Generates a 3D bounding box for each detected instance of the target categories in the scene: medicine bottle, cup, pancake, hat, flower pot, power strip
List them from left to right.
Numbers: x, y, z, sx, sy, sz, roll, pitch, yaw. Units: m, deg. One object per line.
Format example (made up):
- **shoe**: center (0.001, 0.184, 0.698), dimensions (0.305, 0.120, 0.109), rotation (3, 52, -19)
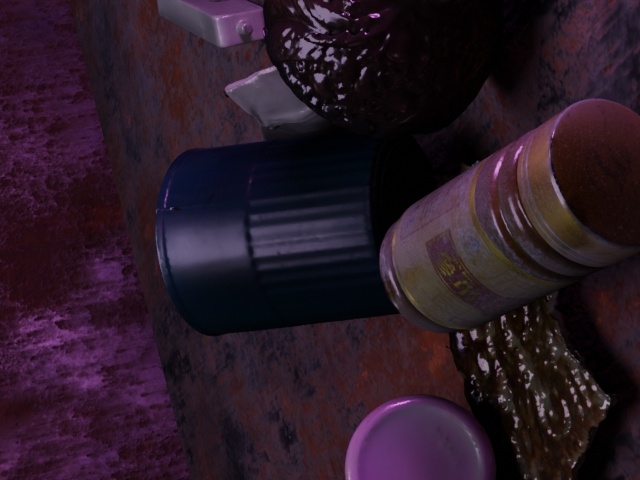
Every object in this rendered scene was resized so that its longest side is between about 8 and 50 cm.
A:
- **power strip**: center (-0.189, -0.391, 2.556), dimensions (0.385, 0.091, 0.062), rotation (-142, 42, -61)
- **cup**: center (-0.006, 0.010, 1.852), dimensions (0.308, 0.292, 0.242), rotation (63, -148, -33)
- **hat**: center (0.038, -0.186, 1.924), dimensions (0.168, 0.258, 0.301), rotation (18, 144, 36)
- **flower pot**: center (0.100, -0.282, 1.586), dimensions (0.267, 0.266, 0.266), rotation (-54, 50, 51)
- **medicine bottle**: center (0.123, 0.301, 1.840), dimensions (0.290, 0.178, 0.178), rotation (77, 175, -73)
- **medicine bottle**: center (0.197, -0.013, 1.498), dimensions (0.322, 0.151, 0.151), rotation (-33, 69, 56)
- **pancake**: center (0.228, 0.112, 1.713), dimensions (0.305, 0.067, 0.427), rotation (113, 141, -56)
